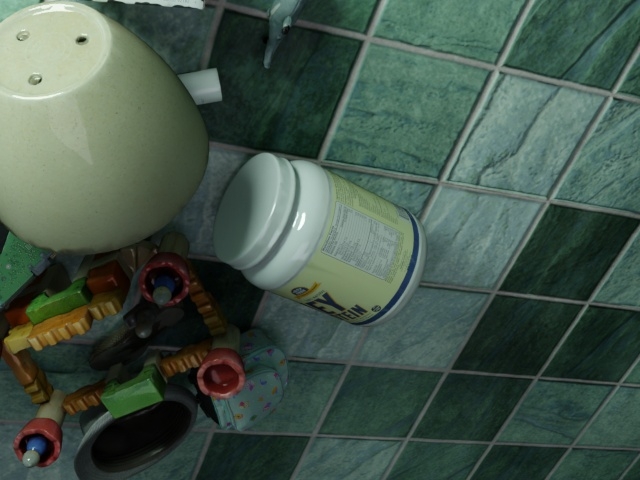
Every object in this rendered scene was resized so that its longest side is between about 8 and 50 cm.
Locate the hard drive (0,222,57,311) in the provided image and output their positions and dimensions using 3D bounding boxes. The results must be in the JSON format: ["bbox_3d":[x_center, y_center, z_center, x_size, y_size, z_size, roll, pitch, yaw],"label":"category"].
[{"bbox_3d":[-0.539,-0.074,1.371,0.237,0.064,0.339,-48,132,-15],"label":"hard drive"}]

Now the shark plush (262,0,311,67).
[{"bbox_3d":[-0.061,-0.341,1.345,0.073,0.067,0.161,24,119,-32],"label":"shark plush"}]

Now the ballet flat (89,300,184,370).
[{"bbox_3d":[-0.362,0.177,1.715,0.250,0.058,0.084,-38,144,24],"label":"ballet flat"}]

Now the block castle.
[{"bbox_3d":[-0.386,0.199,1.553,0.453,0.213,0.303,-21,114,9],"label":"block castle"}]

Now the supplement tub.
[{"bbox_3d":[0.000,0.000,1.541,0.325,0.235,0.235,24,119,-31],"label":"supplement tub"}]

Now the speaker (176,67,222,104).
[{"bbox_3d":[-0.226,-0.238,1.395,0.136,0.055,0.055,-11,131,-7],"label":"speaker"}]

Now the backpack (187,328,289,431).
[{"bbox_3d":[-0.150,0.280,1.782,0.188,0.144,0.165,-37,135,-28],"label":"backpack"}]

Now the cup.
[{"bbox_3d":[-0.334,-0.179,1.190,0.331,0.331,0.237,-14,150,-4],"label":"cup"}]

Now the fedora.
[{"bbox_3d":[-0.393,0.365,1.794,0.275,0.124,0.243,-32,141,-14],"label":"fedora"}]

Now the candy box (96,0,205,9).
[{"bbox_3d":[-0.279,-0.383,1.187,0.234,0.159,0.071,-1,127,-16],"label":"candy box"}]
